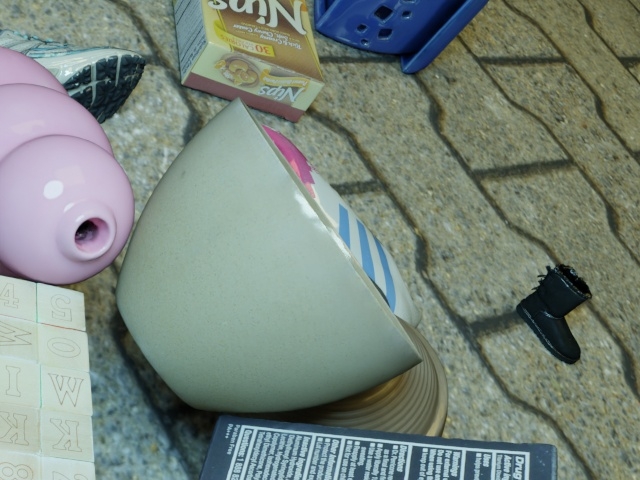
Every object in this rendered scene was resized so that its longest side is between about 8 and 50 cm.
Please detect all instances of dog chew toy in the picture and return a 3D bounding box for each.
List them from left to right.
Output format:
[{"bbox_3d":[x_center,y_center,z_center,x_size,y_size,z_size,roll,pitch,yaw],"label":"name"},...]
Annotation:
[{"bbox_3d":[-0.282,-0.059,1.046,0.207,0.206,0.332,0,20,-40],"label":"dog chew toy"}]

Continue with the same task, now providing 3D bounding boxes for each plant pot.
[{"bbox_3d":[-0.067,0.043,1.013,0.284,0.191,0.284,54,2,-2],"label":"plant pot"},{"bbox_3d":[0.014,0.135,1.159,0.237,0.109,0.237,0,49,0],"label":"plant pot"},{"bbox_3d":[0.139,-0.429,1.844,0.212,0.236,0.236,29,37,-22],"label":"plant pot"}]

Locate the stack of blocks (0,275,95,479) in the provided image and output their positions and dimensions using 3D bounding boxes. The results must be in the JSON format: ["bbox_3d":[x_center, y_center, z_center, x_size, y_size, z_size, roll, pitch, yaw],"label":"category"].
[{"bbox_3d":[-0.250,0.196,0.902,0.087,0.171,0.297,15,42,-29],"label":"stack of blocks"}]

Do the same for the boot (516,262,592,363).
[{"bbox_3d":[0.332,0.096,1.554,0.121,0.099,0.045,49,39,14],"label":"boot"}]

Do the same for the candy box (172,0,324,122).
[{"bbox_3d":[-0.113,-0.325,1.635,0.183,0.087,0.316,15,42,-28],"label":"candy box"}]

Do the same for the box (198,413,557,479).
[{"bbox_3d":[0.035,0.315,0.913,0.294,0.182,0.296,3,39,10],"label":"box"}]

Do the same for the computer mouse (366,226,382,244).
[{"bbox_3d":[-0.012,-0.058,1.479,0.242,0.041,0.071,36,36,-5],"label":"computer mouse"}]

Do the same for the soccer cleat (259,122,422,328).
[{"bbox_3d":[0.000,0.000,1.388,0.331,0.116,0.143,56,25,18],"label":"soccer cleat"}]

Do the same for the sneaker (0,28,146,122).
[{"bbox_3d":[-0.324,-0.200,1.313,0.122,0.110,0.283,48,37,19],"label":"sneaker"}]
